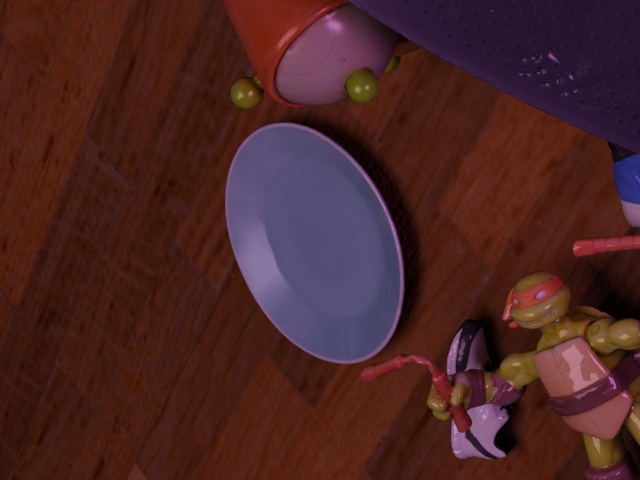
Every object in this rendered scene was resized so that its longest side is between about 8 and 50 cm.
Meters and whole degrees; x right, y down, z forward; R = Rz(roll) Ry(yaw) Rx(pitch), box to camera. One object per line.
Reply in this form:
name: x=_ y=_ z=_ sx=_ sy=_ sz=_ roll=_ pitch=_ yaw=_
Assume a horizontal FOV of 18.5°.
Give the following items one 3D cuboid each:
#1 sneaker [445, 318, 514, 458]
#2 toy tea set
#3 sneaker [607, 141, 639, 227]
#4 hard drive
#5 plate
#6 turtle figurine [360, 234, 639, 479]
sneaker: x=0.114 y=0.104 z=1.372 sx=0.044 sy=0.040 sz=0.109 roll=8 pitch=119 yaw=29
toy tea set: x=0.075 y=-0.196 z=1.134 sx=0.124 sy=0.200 sz=0.336 roll=56 pitch=136 yaw=26
sneaker: x=0.226 y=-0.052 z=1.141 sx=0.152 sy=0.058 sz=0.084 roll=4 pitch=120 yaw=55
hard drive: x=0.149 y=-0.153 z=1.058 sx=0.255 sy=0.054 sz=0.172 roll=25 pitch=114 yaw=-8
plate: x=0.000 y=0.000 z=1.453 sx=0.188 sy=0.024 sz=0.188 roll=26 pitch=127 yaw=39
turtle figurine: x=0.169 y=0.103 z=1.260 sx=0.269 sy=0.087 sz=0.217 roll=-25 pitch=99 yaw=36
